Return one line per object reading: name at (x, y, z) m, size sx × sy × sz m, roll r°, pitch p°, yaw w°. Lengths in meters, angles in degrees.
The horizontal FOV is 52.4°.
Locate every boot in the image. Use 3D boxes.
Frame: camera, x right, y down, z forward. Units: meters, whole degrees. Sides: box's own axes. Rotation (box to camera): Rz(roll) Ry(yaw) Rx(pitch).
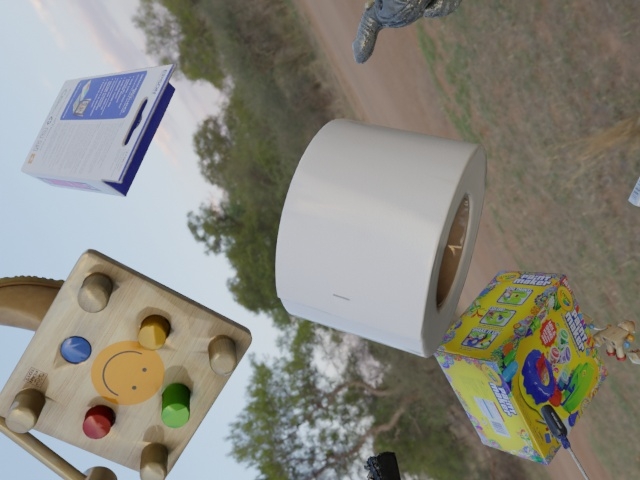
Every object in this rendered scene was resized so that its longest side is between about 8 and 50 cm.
boot at (-0.425, 0.179, 1.046) m, size 0.236 × 0.089 × 0.270 m, roll -2°, pitch -134°, yaw -37°
boot at (0.132, 0.419, 1.130) m, size 0.121 × 0.045 × 0.099 m, roll 9°, pitch -124°, yaw -41°

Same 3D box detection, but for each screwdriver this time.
screwdriver at (0.352, 0.302, 0.908) m, size 0.025 × 0.024 × 0.170 m, roll 15°, pitch -146°, yaw -23°

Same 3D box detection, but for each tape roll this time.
tape roll at (0.077, -0.006, 0.749) m, size 0.169 × 0.246 × 0.246 m, roll 16°, pitch 162°, yaw 21°

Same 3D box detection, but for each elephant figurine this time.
elephant figurine at (0.147, -0.418, 1.036) m, size 0.186 × 0.169 × 0.240 m, roll 96°, pitch 179°, yaw -85°

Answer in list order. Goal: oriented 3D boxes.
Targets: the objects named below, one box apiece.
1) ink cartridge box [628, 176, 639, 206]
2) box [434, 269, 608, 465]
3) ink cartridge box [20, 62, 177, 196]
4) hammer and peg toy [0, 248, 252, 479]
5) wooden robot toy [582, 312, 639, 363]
ink cartridge box at (0.956, -0.178, 1.701) m, size 0.045 × 0.223 × 0.223 m, roll -106°, pitch 29°, yaw -61°
box at (0.438, 0.264, 1.410) m, size 0.177 × 0.279 × 0.290 m, roll 1°, pitch 127°, yaw 54°
ink cartridge box at (-0.323, -0.161, 0.966) m, size 0.069 × 0.176 × 0.370 m, roll 31°, pitch 166°, yaw -39°
hammer and peg toy at (-0.292, 0.216, 0.871) m, size 0.266 × 0.361 × 0.127 m, roll 31°, pitch -173°, yaw -18°
wooden robot toy at (0.648, 0.205, 1.415) m, size 0.173 × 0.079 × 0.076 m, roll 34°, pitch 157°, yaw 57°
